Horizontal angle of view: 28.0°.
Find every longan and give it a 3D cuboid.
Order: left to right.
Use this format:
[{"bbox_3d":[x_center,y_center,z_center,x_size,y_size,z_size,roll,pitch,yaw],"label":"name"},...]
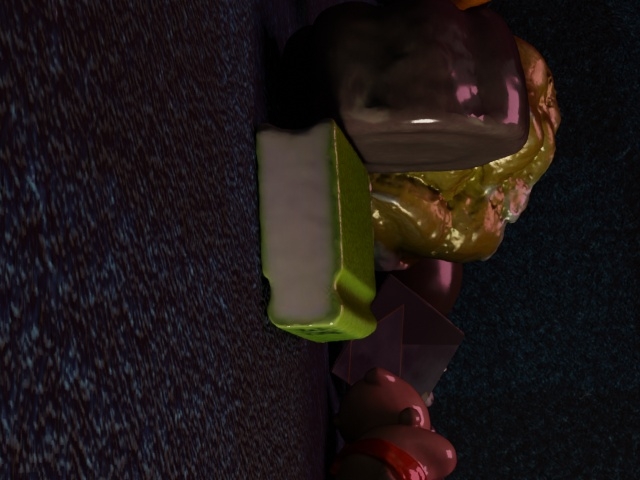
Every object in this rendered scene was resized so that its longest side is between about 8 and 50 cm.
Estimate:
[{"bbox_3d":[0.118,0.043,1.940,0.196,0.197,0.220,67,18,-71],"label":"longan"}]

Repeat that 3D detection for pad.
[{"bbox_3d":[0.116,0.161,1.844,0.163,0.004,0.243,-59,139,-6],"label":"pad"}]

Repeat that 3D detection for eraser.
[{"bbox_3d":[0.000,0.000,1.340,0.274,0.092,0.210,51,36,-77],"label":"eraser"}]

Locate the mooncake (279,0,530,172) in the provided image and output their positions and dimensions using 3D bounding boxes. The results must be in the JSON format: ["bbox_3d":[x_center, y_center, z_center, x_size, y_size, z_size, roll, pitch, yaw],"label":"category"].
[{"bbox_3d":[0.091,-0.167,1.438,0.306,0.306,0.154,52,35,-79],"label":"mooncake"}]

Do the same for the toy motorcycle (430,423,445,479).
[{"bbox_3d":[0.122,0.350,1.950,0.207,0.134,0.401,56,8,-27],"label":"toy motorcycle"}]

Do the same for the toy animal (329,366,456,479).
[{"bbox_3d":[0.090,0.285,1.682,0.171,0.171,0.197,79,5,-47],"label":"toy animal"}]

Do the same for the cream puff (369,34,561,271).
[{"bbox_3d":[0.137,-0.146,1.732,0.275,0.378,0.378,28,44,-30],"label":"cream puff"}]

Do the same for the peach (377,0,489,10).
[{"bbox_3d":[0.152,-0.497,1.697,0.388,0.388,0.388,-4,90,-84],"label":"peach"}]

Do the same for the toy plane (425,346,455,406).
[{"bbox_3d":[0.141,0.209,1.987,0.171,0.162,0.065,55,11,-56],"label":"toy plane"}]
